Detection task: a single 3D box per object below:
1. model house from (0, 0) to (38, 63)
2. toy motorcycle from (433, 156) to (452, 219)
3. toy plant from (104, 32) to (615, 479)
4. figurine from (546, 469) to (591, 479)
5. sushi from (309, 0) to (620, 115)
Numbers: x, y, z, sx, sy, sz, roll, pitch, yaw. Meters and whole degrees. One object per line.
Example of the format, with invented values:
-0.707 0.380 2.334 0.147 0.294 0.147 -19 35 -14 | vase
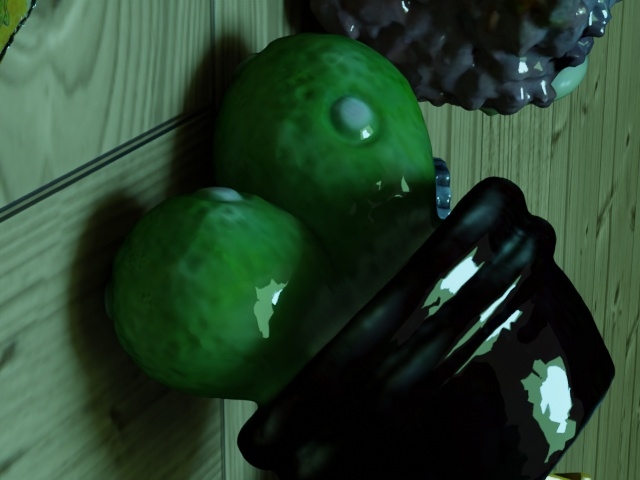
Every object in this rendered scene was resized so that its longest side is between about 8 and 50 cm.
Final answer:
-0.069 -0.144 0.511 0.207 0.136 0.219 -32 126 -67 | model house
0.050 0.086 0.952 0.204 0.108 0.239 111 -4 -73 | toy motorcycle
0.018 0.021 0.730 0.218 0.235 0.175 -45 178 -46 | toy plant
0.099 0.261 1.129 0.180 0.154 0.262 -28 140 -76 | figurine
0.105 -0.185 0.916 0.270 0.171 0.236 -46 139 -65 | sushi
